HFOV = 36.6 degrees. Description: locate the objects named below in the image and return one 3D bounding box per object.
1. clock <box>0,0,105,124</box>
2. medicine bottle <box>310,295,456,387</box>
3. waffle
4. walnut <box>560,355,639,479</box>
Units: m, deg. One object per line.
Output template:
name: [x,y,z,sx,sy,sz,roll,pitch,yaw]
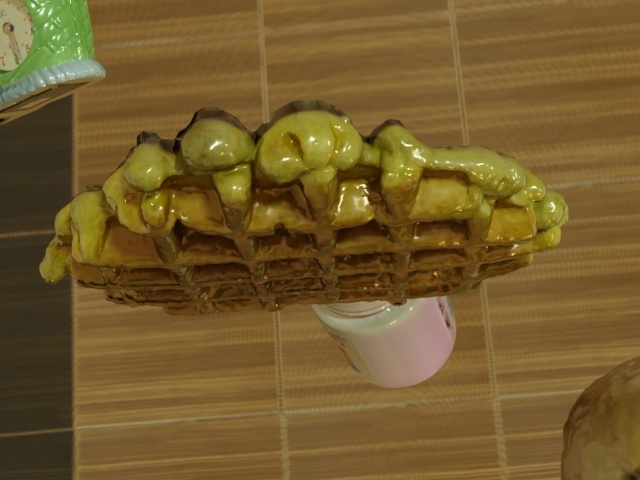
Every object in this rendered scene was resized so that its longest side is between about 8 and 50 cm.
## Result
clock: [-0.290,-0.204,0.840,0.194,0.100,0.196,-18,92,26]
medicine bottle: [0.066,0.059,1.122,0.151,0.254,0.152,-9,55,14]
waffle: [-0.009,-0.001,0.590,0.300,0.281,0.058,4,72,-21]
walnut: [0.216,0.144,0.581,0.149,0.166,0.167,-39,74,22]
